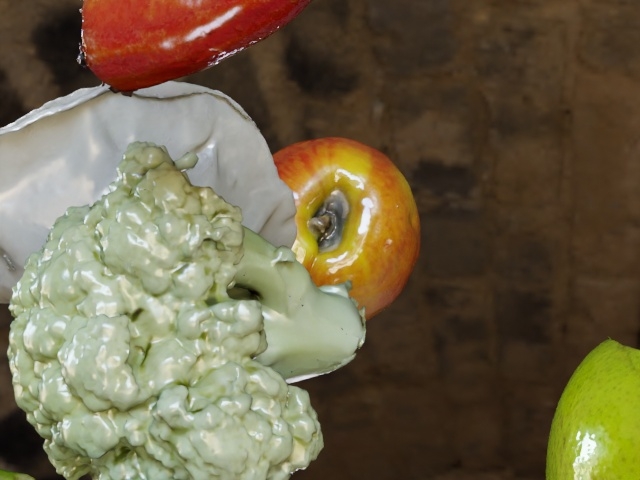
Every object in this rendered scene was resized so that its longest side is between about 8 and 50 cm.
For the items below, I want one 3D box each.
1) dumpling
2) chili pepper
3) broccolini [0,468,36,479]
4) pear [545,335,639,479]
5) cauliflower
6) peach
[{"bbox_3d":[-0.174,-0.029,1.351,0.341,0.181,0.260,17,-55,-13],"label":"dumpling"},{"bbox_3d":[-0.064,-0.143,0.893,0.169,0.088,0.065,-6,-7,35],"label":"chili pepper"},{"bbox_3d":[-0.078,0.232,0.948,0.392,0.074,0.079,22,-25,-8],"label":"broccolini"},{"bbox_3d":[0.271,0.223,1.362,0.139,0.239,0.288,28,-1,-25],"label":"pear"},{"bbox_3d":[-0.094,0.084,1.125,0.281,0.260,0.327,-5,-64,-6],"label":"cauliflower"},{"bbox_3d":[0.000,0.000,1.848,0.238,0.281,0.281,25,-24,0],"label":"peach"}]
